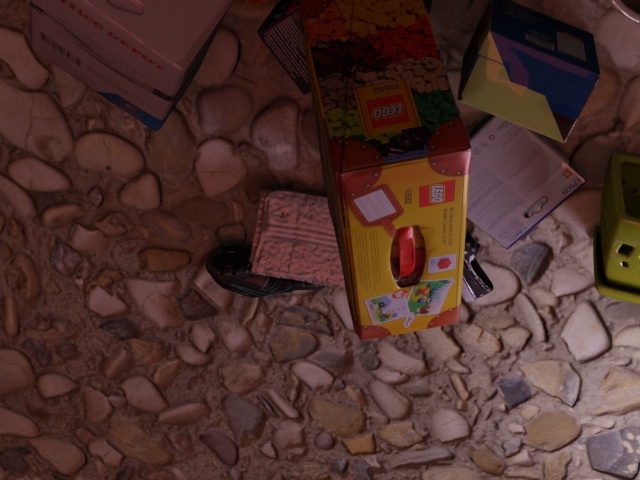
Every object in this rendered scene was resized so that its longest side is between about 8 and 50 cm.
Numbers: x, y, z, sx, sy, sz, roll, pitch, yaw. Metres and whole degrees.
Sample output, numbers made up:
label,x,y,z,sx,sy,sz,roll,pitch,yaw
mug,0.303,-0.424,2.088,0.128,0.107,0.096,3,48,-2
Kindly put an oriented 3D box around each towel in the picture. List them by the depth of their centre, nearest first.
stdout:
label,x,y,z,sx,sy,sz,roll,pitch,yaw
towel,0.000,0.000,1.984,0.282,0.049,0.187,11,97,4

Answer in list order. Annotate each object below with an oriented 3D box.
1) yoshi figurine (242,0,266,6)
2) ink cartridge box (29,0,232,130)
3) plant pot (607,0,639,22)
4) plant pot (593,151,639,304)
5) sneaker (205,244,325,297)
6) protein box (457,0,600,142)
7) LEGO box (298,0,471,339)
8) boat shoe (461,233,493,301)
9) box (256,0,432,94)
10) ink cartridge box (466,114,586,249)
label,x,y,z,sx,sy,sz,roll,pitch,yaw
yoshi figurine,-0.152,-0.549,1.600,0.203,0.203,0.362,-29,84,-2
ink cartridge box,-0.336,-0.374,1.675,0.285,0.166,0.395,34,165,-9
plant pot,0.406,-0.510,1.427,0.333,0.305,0.334,-15,118,-29
plant pot,0.620,-0.004,1.798,0.227,0.228,0.207,12,129,4
sneaker,-0.108,0.069,2.078,0.267,0.101,0.106,7,146,4
protein box,0.357,-0.301,1.681,0.199,0.201,0.136,21,122,-2
LEGO box,0.106,-0.122,1.616,0.193,0.373,0.500,-11,147,-1
boat shoe,0.289,0.027,1.966,0.076,0.080,0.229,-21,115,15
box,0.047,-0.403,1.705,0.270,0.165,0.143,-28,113,24
ink cartridge box,0.356,-0.122,1.880,0.224,0.045,0.223,38,121,-13
